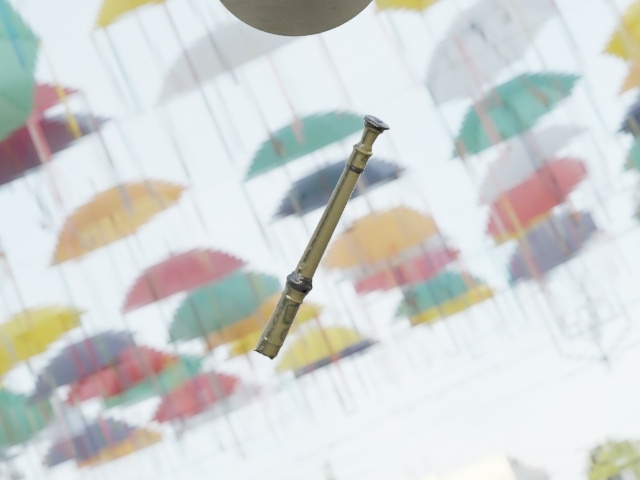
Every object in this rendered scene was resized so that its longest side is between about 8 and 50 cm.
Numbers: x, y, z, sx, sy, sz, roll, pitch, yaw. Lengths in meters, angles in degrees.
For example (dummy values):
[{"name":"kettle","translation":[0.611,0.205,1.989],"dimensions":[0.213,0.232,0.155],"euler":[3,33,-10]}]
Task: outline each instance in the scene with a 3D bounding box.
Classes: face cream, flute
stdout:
[{"name":"face cream","translation":[-0.033,-0.374,2.052],"dimensions":[0.218,0.179,0.218],"euler":[-3,-55,-4]},{"name":"flute","translation":[0.000,0.000,1.528],"dimensions":[0.027,0.027,0.233],"euler":[6,-67,-58]}]
